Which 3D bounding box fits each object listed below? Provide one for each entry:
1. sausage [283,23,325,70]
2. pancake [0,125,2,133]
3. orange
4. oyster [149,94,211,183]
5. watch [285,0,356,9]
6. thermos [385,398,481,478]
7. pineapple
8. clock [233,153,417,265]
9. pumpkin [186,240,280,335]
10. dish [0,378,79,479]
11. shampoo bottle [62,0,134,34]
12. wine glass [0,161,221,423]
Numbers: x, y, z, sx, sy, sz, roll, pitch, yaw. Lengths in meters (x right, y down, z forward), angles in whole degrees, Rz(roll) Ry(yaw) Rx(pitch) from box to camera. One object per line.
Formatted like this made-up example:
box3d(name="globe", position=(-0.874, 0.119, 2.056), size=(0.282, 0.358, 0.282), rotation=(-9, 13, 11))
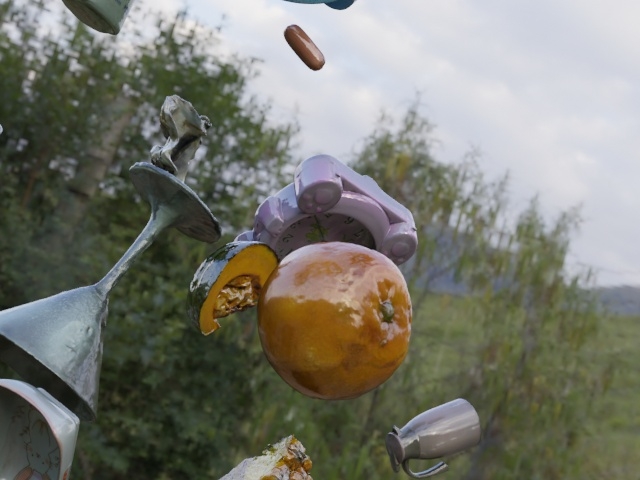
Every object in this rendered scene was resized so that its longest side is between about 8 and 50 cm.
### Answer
box3d(name="sausage", position=(-0.025, -0.297, 1.724), size=(0.083, 0.034, 0.034), rotation=(52, -4, 7))
box3d(name="pancake", position=(-0.774, -0.201, 2.298), size=(0.250, 0.031, 0.250), rotation=(-9, 27, 5))
box3d(name="orange", position=(0.020, 0.130, 1.799), size=(0.261, 0.261, 0.261), rotation=(16, -7, 2))
box3d(name="oyster", position=(-0.298, -0.150, 2.247), size=(0.115, 0.238, 0.351), rotation=(14, -6, -10))
box3d(name="watch", position=(-0.028, -0.447, 1.715), size=(0.211, 0.211, 0.193), rotation=(10, 31, 41))
box3d(name="thermos", position=(0.227, 0.418, 2.293), size=(0.193, 0.137, 0.105), rotation=(-15, 14, -28))
box3d(name="pineapple", position=(-0.100, 0.444, 1.769), size=(0.140, 0.250, 0.164), rotation=(51, 7, -15))
box3d(name="clock", position=(0.000, 0.000, 2.250), size=(0.295, 0.113, 0.322), rotation=(33, -59, -29))
box3d(name="pumpkin", position=(-0.140, 0.045, 1.960), size=(0.111, 0.163, 0.278), rotation=(35, 32, 28))
box3d(name="dish", position=(-0.412, 0.302, 1.608), size=(0.151, 0.212, 0.077), rotation=(31, 32, 24))
box3d(name="shampoo bottle", position=(-0.284, -0.501, 1.709), size=(0.078, 0.359, 0.134), rotation=(16, -14, 29))
box3d(name="wine glass", position=(-0.369, 0.076, 1.920), size=(0.267, 0.406, 0.267), rotation=(32, -21, 14))
